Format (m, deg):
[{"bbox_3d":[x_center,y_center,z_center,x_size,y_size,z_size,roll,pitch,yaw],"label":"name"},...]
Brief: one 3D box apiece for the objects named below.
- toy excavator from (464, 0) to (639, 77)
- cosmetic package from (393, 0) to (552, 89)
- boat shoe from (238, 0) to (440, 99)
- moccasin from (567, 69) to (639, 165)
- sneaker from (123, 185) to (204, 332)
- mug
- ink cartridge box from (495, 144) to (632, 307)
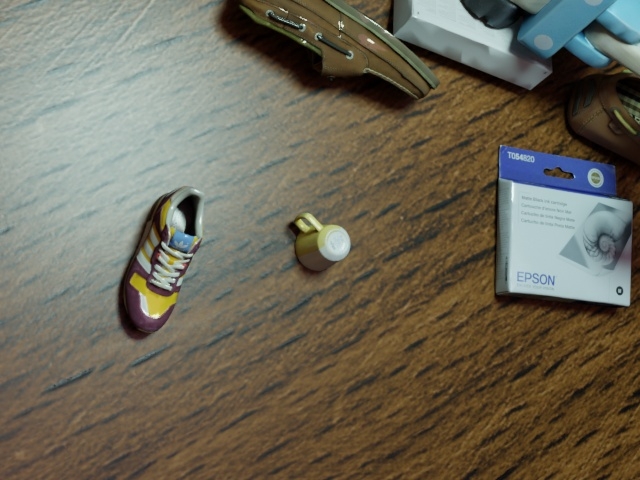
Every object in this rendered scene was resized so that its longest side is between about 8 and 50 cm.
[{"bbox_3d":[0.426,-0.299,1.682,0.445,0.222,0.433,32,51,-12],"label":"toy excavator"},{"bbox_3d":[0.218,-0.303,1.744,0.239,0.060,0.099,17,57,-23],"label":"cosmetic package"},{"bbox_3d":[0.023,-0.268,1.638,0.307,0.111,0.104,34,96,-24],"label":"boat shoe"},{"bbox_3d":[0.563,-0.167,1.857,0.380,0.147,0.139,25,73,-21],"label":"moccasin"},{"bbox_3d":[-0.189,0.021,1.490,0.069,0.084,0.186,17,75,-23],"label":"sneaker"},{"bbox_3d":[0.001,0.004,1.599,0.078,0.064,0.062,18,76,-23],"label":"mug"},{"bbox_3d":[0.360,-0.021,1.792,0.223,0.045,0.224,6,79,-25],"label":"ink cartridge box"}]
